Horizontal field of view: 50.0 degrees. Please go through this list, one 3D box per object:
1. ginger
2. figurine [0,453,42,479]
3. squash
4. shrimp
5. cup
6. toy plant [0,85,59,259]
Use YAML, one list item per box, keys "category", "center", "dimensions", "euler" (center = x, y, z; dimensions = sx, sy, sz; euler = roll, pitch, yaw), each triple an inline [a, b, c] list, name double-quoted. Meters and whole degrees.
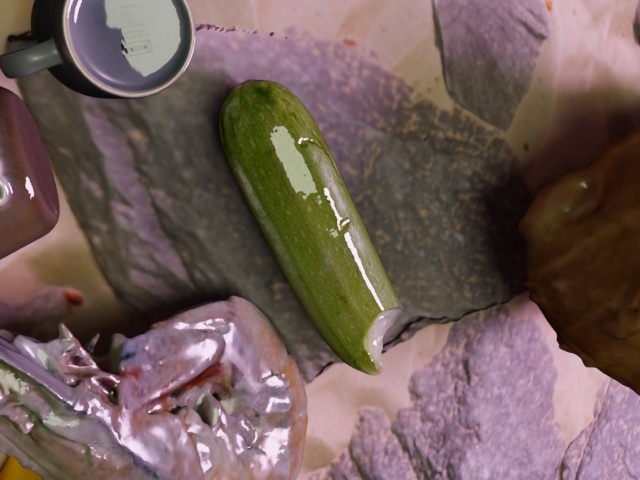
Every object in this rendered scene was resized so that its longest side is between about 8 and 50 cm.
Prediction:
- category: "ginger"
  center: [0.287, 0.010, 0.564]
  dimensions: [0.223, 0.200, 0.269]
  euler: [-40, 168, 22]
- category: "figurine"
  center: [-0.179, 0.198, 0.391]
  dimensions: [0.166, 0.141, 0.250]
  euler: [-15, 111, -23]
- category: "squash"
  center: [0.000, 0.000, 0.473]
  dimensions: [0.069, 0.069, 0.239]
  euler: [-34, 117, -16]
- category: "shrimp"
  center: [-0.095, 0.096, 0.423]
  dimensions: [0.317, 0.062, 0.164]
  euler: [48, 55, -45]
- category: "cup"
  center: [-0.121, -0.109, 0.369]
  dimensions: [0.100, 0.077, 0.078]
  euler: [-29, 116, -19]
- category: "toy plant"
  center: [-0.234, -0.017, 0.323]
  dimensions: [0.200, 0.105, 0.143]
  euler: [-17, 102, -11]
